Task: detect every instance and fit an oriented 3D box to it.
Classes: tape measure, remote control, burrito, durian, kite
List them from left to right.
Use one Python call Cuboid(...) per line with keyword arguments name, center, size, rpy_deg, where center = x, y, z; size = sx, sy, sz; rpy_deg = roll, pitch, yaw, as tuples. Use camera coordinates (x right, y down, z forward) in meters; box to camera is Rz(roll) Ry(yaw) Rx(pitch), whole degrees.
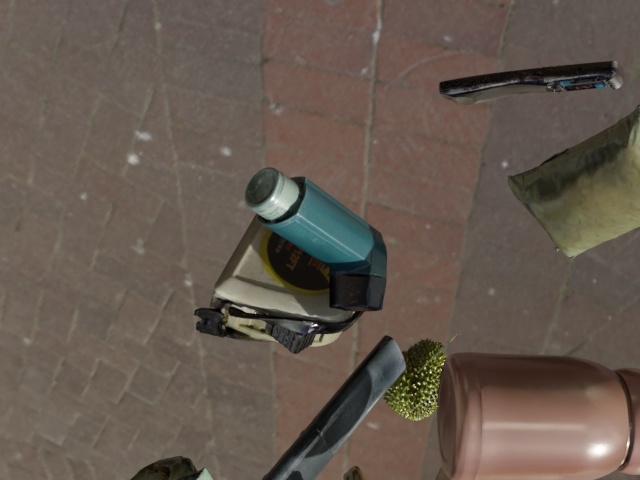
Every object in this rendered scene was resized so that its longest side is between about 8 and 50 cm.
Cuboid(name="burrito", center=(-0.200, 0.395, 1.342), size=(0.089, 0.144, 0.229), rpy_deg=(52, 167, 41))
Cuboid(name="tape measure", center=(-0.036, 0.078, 1.482), size=(0.231, 0.271, 0.133), rpy_deg=(26, 141, 4))
Cuboid(name="remote control", center=(0.013, 0.325, 1.605), size=(0.044, 0.377, 0.107), rpy_deg=(24, 152, 39))
Cuboid(name="durian", center=(0.229, 0.321, 2.202), size=(0.159, 0.198, 0.146), rpy_deg=(37, 177, 45))
Cuboid(name="kite", center=(0.217, 0.200, 1.714), size=(0.004, 0.122, 0.090), rpy_deg=(46, -175, 12))
Cuboid(name="remote control", center=(0.243, -0.183, 1.106), size=(0.212, 0.028, 0.059), rpy_deg=(-3, 176, 28))

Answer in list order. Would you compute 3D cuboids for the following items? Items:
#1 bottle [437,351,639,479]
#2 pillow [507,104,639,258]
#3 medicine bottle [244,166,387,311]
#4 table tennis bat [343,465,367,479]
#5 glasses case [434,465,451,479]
Cuboid(name="bottle", center=(0.312, 0.238, 1.281), size=(0.297, 0.173, 0.206), rpy_deg=(0, 169, -3))
Cuboid(name="pillow", center=(0.448, -0.083, 1.523), size=(0.185, 0.075, 0.302), rpy_deg=(50, 141, -7))
Cuboid(name="medicine bottle", center=(0.000, 0.000, 1.292), size=(0.079, 0.124, 0.258), rpy_deg=(-2, 151, 43))
Cuboid(name="table tennis bat", center=(0.096, 0.391, 1.148), size=(0.050, 0.198, 0.321), rpy_deg=(-27, 140, -3))
Cuboid(name="glasses case", center=(0.245, 0.359, 1.378), size=(0.050, 0.083, 0.196), rpy_deg=(37, 150, -25))
